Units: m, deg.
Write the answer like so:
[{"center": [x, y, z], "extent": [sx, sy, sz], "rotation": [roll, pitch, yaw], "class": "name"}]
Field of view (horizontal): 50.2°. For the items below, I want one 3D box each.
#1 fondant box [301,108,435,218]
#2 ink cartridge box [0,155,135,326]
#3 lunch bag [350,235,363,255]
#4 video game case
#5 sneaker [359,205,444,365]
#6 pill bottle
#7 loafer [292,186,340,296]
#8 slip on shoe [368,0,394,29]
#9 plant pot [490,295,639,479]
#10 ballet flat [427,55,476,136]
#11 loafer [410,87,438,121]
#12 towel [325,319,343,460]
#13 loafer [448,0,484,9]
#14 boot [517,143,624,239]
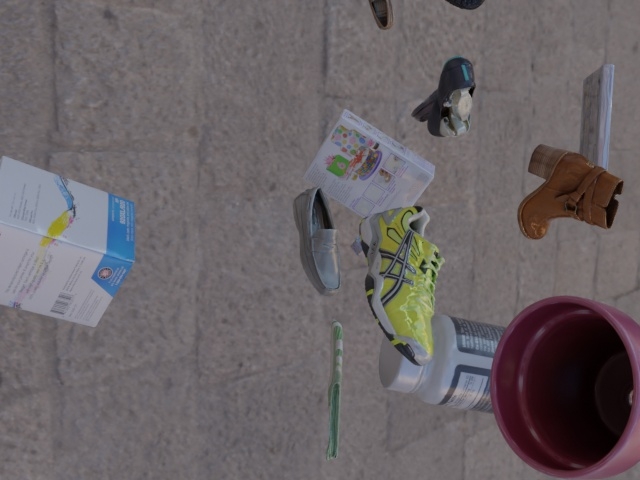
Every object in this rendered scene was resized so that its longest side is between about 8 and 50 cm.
[{"center": [0.145, -0.205, 2.064], "extent": [0.330, 0.238, 0.096], "rotation": [31, 29, -6], "class": "fondant box"}, {"center": [-0.451, 0.005, 1.134], "extent": [0.232, 0.168, 0.171], "rotation": [21, 123, -30], "class": "ink cartridge box"}, {"center": [0.144, 0.002, 2.119], "extent": [0.083, 0.071, 0.053], "rotation": [-38, 85, -22], "class": "lunch bag"}, {"center": [0.500, -0.205, 1.243], "extent": [0.183, 0.023, 0.202], "rotation": [-25, 116, -78], "class": "video game case"}, {"center": [0.179, 0.072, 1.402], "extent": [0.145, 0.147, 0.385], "rotation": [42, 29, -45], "class": "sneaker"}, {"center": [0.330, 0.281, 1.556], "extent": [0.360, 0.204, 0.204], "rotation": [12, 86, -10], "class": "pill bottle"}, {"center": [0.000, 0.000, 1.955], "extent": [0.112, 0.111, 0.320], "rotation": [-4, 71, -39], "class": "loafer"}, {"center": [0.118, -0.500, 1.404], "extent": [0.041, 0.051, 0.136], "rotation": [-56, 134, -65], "class": "slip on shoe"}, {"center": [0.334, 0.177, 0.809], "extent": [0.180, 0.201, 0.202], "rotation": [14, 86, -34], "class": "plant pot"}, {"center": [0.220, -0.215, 1.132], "extent": [0.074, 0.074, 0.203], "rotation": [-60, 166, -22], "class": "ballet flat"}, {"center": [0.367, -0.409, 2.106], "extent": [0.109, 0.302, 0.095], "rotation": [-38, 91, -14], "class": "loafer"}, {"center": [0.037, 0.388, 1.822], "extent": [0.325, 0.038, 0.248], "rotation": [-83, 176, -67], "class": "towel"}, {"center": [0.197, -0.468, 1.155], "extent": [0.080, 0.220, 0.078], "rotation": [-47, 167, 13], "class": "loafer"}, {"center": [0.411, -0.052, 1.128], "extent": [0.073, 0.152, 0.197], "rotation": [-35, 138, -26], "class": "boot"}]
